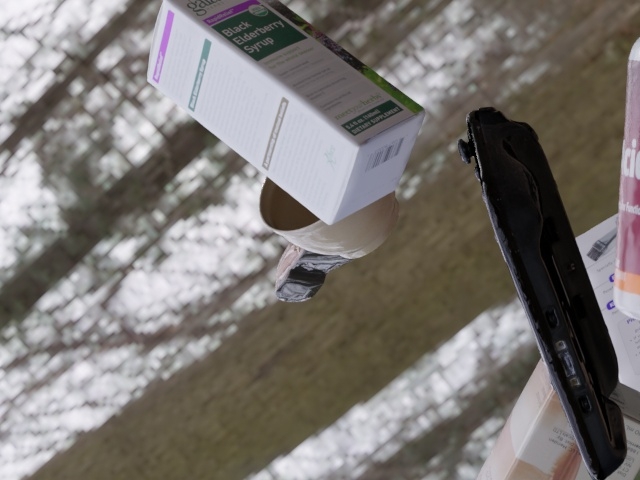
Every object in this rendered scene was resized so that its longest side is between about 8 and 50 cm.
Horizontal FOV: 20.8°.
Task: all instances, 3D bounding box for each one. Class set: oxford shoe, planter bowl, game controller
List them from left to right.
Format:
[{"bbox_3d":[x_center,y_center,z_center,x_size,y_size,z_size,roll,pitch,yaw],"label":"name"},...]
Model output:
[{"bbox_3d":[0.000,0.000,2.267,0.076,0.212,0.076,15,-125,-29],"label":"oxford shoe"},{"bbox_3d":[0.024,-0.046,2.036,0.109,0.162,0.162,43,-160,-35],"label":"planter bowl"},{"bbox_3d":[0.181,0.047,1.403,0.166,0.067,0.319,-83,-27,-50],"label":"game controller"}]

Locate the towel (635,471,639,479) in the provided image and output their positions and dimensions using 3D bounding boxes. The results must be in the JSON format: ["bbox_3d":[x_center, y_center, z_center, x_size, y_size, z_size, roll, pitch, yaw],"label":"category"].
[{"bbox_3d":[0.408,0.229,2.006,0.113,0.023,0.152,23,-110,-15],"label":"towel"}]

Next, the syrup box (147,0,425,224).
[{"bbox_3d":[-0.034,-0.128,1.518,0.237,0.096,0.093,40,-136,23],"label":"syrup box"}]

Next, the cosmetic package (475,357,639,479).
[{"bbox_3d":[0.239,0.287,1.914,0.129,0.296,0.153,25,-169,-4],"label":"cosmetic package"}]

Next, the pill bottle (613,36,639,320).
[{"bbox_3d":[0.437,-0.110,1.872,0.224,0.224,0.392,-14,-72,-66],"label":"pill bottle"}]

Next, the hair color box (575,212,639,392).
[{"bbox_3d":[0.458,0.090,2.245,0.110,0.185,0.339,45,-158,-37],"label":"hair color box"}]
